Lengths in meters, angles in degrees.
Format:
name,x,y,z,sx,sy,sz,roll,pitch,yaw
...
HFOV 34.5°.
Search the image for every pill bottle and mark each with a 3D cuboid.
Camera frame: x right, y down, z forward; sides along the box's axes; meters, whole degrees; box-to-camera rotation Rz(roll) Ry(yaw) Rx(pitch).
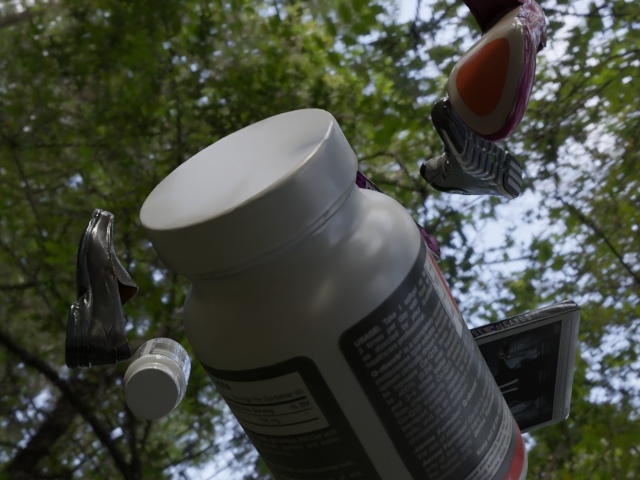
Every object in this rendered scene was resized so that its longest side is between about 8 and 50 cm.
name,x,y,z,sx,sy,sz,roll,pitch,yaw
pill bottle,-0.206,0.174,1.298,0.137,0.078,0.078,-113,-178,-81
pill bottle,0.015,0.088,0.863,0.210,0.210,0.363,0,-54,48

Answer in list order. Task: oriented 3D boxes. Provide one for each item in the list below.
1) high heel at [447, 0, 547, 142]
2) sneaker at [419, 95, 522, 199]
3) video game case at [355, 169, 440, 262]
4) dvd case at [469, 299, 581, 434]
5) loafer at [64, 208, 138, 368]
name,x,y,z,sx,sy,sz,roll,pitch,yaw
high heel,0.270,-0.226,1.397,0.127,0.377,0.181,-27,-54,33
sneaker,0.185,-0.119,1.482,0.132,0.086,0.229,-5,-32,38
video game case,0.000,0.000,1.317,0.232,0.042,0.210,39,-59,-20
dvd case,0.215,0.181,1.299,0.029,0.239,0.179,-134,-145,-52
loafer,-0.206,0.046,0.994,0.062,0.061,0.170,109,-17,-59
